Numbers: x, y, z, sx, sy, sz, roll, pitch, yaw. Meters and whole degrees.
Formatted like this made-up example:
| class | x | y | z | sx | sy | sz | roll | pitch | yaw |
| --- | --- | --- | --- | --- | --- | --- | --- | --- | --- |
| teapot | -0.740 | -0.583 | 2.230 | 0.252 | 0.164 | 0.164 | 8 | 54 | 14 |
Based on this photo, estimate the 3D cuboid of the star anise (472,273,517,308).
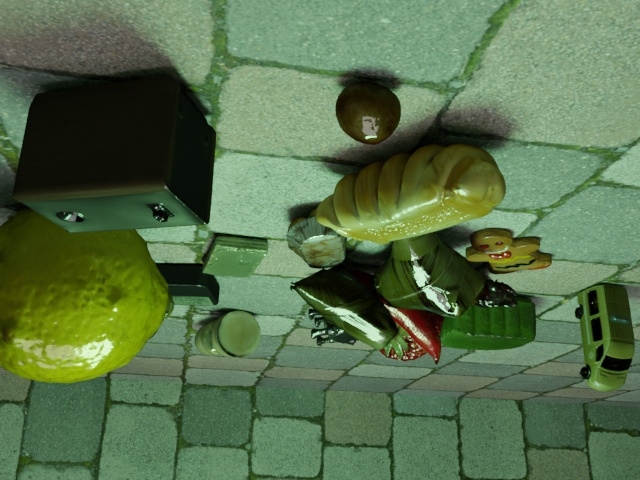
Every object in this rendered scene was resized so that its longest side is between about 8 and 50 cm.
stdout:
| class | x | y | z | sx | sy | sz | roll | pitch | yaw |
| --- | --- | --- | --- | --- | --- | --- | --- | --- | --- |
| star anise | 0.336 | 0.096 | 1.745 | 0.271 | 0.103 | 0.272 | 3 | -173 | 0 |

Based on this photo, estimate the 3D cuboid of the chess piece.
| class | x | y | z | sx | sy | sz | roll | pitch | yaw |
| --- | --- | --- | --- | --- | --- | --- | --- | --- | --- |
| chess piece | -0.302 | 0.292 | 2.258 | 0.142 | 0.143 | 0.260 | 14 | 163 | -31 |

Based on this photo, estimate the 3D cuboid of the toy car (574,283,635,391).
| class | x | y | z | sx | sy | sz | roll | pitch | yaw |
| --- | --- | --- | --- | --- | --- | --- | --- | --- | --- |
| toy car | 0.717 | 0.241 | 1.858 | 0.101 | 0.257 | 0.124 | 9 | 155 | -16 |

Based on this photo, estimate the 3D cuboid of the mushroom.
| class | x | y | z | sx | sy | sz | roll | pitch | yaw |
| --- | --- | --- | --- | --- | --- | --- | --- | --- | --- |
| mushroom | 0.077 | -0.171 | 1.054 | 0.088 | 0.073 | 0.129 | -36 | 152 | 10 |

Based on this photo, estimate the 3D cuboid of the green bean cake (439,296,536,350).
| class | x | y | z | sx | sy | sz | roll | pitch | yaw |
| --- | --- | --- | --- | --- | --- | --- | --- | --- | --- |
| green bean cake | 0.456 | 0.226 | 2.028 | 0.247 | 0.125 | 0.222 | 4 | 161 | -2 |

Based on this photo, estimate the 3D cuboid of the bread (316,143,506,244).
| class | x | y | z | sx | sy | sz | roll | pitch | yaw |
| --- | --- | --- | --- | --- | --- | --- | --- | --- | --- |
| bread | 0.154 | -0.078 | 1.223 | 0.311 | 0.121 | 0.172 | -16 | 157 | 39 |

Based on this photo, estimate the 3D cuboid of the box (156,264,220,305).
| class | x | y | z | sx | sy | sz | roll | pitch | yaw |
| --- | --- | --- | --- | --- | --- | --- | --- | --- | --- |
| box | -0.439 | 0.114 | 1.875 | 0.349 | 0.058 | 0.211 | 1 | 162 | 2 |

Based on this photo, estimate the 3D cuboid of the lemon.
| class | x | y | z | sx | sy | sz | roll | pitch | yaw |
| --- | --- | --- | --- | --- | --- | --- | --- | --- | --- |
| lemon | -0.478 | 0.106 | 1.434 | 0.387 | 0.350 | 0.350 | 15 | 156 | -22 |

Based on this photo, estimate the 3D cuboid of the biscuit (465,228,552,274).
| class | x | y | z | sx | sy | sz | roll | pitch | yaw |
| --- | --- | --- | --- | --- | --- | --- | --- | --- | --- |
| biscuit | 0.402 | 0.030 | 1.624 | 0.165 | 0.036 | 0.250 | -12 | 156 | 28 |

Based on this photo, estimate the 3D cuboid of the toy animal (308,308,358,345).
| class | x | y | z | sx | sy | sz | roll | pitch | yaw |
| --- | --- | --- | --- | --- | --- | --- | --- | --- | --- |
| toy animal | 0.070 | 0.248 | 2.139 | 0.168 | 0.106 | 0.343 | -14 | 162 | 18 |

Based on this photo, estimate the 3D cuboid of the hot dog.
| class | x | y | z | sx | sy | sz | roll | pitch | yaw |
| --- | --- | --- | --- | --- | --- | --- | --- | --- | --- |
| hot dog | 0.000 | 0.000 | 1.529 | 0.131 | 0.069 | 0.253 | -9 | 162 | 3 |

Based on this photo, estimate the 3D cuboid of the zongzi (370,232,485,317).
| class | x | y | z | sx | sy | sz | roll | pitch | yaw |
| --- | --- | --- | --- | --- | --- | --- | --- | --- | --- |
| zongzi | 0.165 | 0.031 | 1.577 | 0.300 | 0.145 | 0.273 | 47 | 154 | -26 |

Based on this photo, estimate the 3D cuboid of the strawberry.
| class | x | y | z | sx | sy | sz | roll | pitch | yaw |
| --- | --- | --- | --- | --- | --- | --- | --- | --- | --- |
| strawberry | 0.240 | 0.207 | 1.956 | 0.205 | 0.205 | 0.244 | -13 | 177 | 34 |

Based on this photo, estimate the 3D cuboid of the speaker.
| class | x | y | z | sx | sy | sz | roll | pitch | yaw |
| --- | --- | --- | --- | --- | --- | --- | --- | --- | --- |
| speaker | -0.285 | -0.113 | 1.057 | 0.230 | 0.193 | 0.153 | -3 | 160 | 14 |

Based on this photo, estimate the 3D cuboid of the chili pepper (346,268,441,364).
| class | x | y | z | sx | sy | sz | roll | pitch | yaw |
| --- | --- | --- | --- | --- | --- | --- | --- | --- | --- |
| chili pepper | 0.149 | 0.163 | 1.784 | 0.368 | 0.137 | 0.092 | 30 | -158 | 5 |

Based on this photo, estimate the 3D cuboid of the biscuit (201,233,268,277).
| class | x | y | z | sx | sy | sz | roll | pitch | yaw |
| --- | --- | --- | --- | --- | --- | --- | --- | --- | --- |
| biscuit | -0.196 | 0.040 | 1.682 | 0.121 | 0.041 | 0.199 | 5 | 159 | -16 |

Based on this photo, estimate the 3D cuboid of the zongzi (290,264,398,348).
| class | x | y | z | sx | sy | sz | roll | pitch | yaw |
| --- | --- | --- | --- | --- | --- | --- | --- | --- | --- |
| zongzi | 0.057 | 0.152 | 1.621 | 0.112 | 0.221 | 0.242 | -52 | 164 | 12 |
